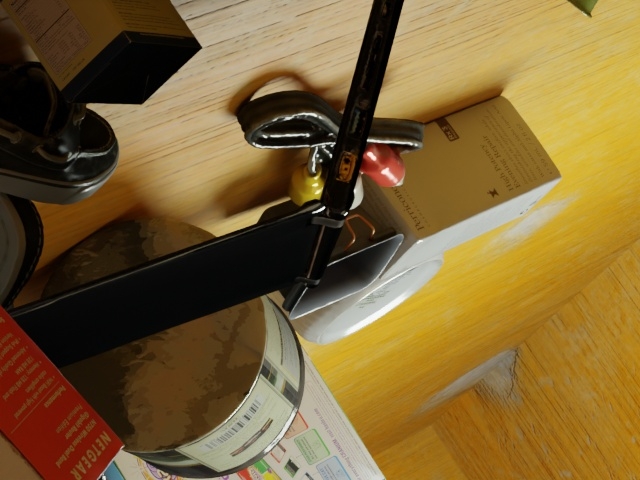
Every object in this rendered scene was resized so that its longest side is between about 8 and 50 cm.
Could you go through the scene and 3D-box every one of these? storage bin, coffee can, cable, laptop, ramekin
[{"bbox_3d":[0.000,0.000,1.769,0.135,0.091,0.098,-23,154,-45],"label":"storage bin"},{"bbox_3d":[-0.129,0.105,1.667,0.201,0.201,0.275,-33,167,-2],"label":"coffee can"},{"bbox_3d":[0.018,-0.078,1.607,0.140,0.072,0.287,-14,172,9],"label":"cable"},{"bbox_3d":[-0.091,-0.072,1.172,0.382,0.236,0.407,113,-8,-82],"label":"laptop"},{"bbox_3d":[0.035,0.023,1.977,0.207,0.109,0.207,-31,167,-8],"label":"ramekin"}]

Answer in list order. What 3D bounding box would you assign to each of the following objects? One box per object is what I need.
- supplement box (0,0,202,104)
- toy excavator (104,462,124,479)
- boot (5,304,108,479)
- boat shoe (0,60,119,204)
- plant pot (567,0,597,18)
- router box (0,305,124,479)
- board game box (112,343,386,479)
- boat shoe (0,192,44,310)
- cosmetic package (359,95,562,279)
[{"bbox_3d":[-0.129,-0.129,1.074,0.056,0.083,0.083,-40,166,22],"label":"supplement box"},{"bbox_3d":[-0.309,0.313,1.900,0.433,0.222,0.445,-39,175,29],"label":"toy excavator"},{"bbox_3d":[-0.241,0.138,1.452,0.091,0.229,0.263,-31,167,-13],"label":"boot"},{"bbox_3d":[-0.183,-0.073,1.165,0.070,0.077,0.219,-38,165,22],"label":"boat shoe"},{"bbox_3d":[0.223,-0.244,1.550,0.079,0.083,0.083,-49,164,12],"label":"plant pot"},{"bbox_3d":[-0.322,0.099,0.941,0.335,0.301,0.082,-39,-175,21],"label":"router box"},{"bbox_3d":[-0.109,0.258,2.193,0.317,0.242,0.064,-23,165,-37],"label":"board game box"},{"bbox_3d":[-0.273,0.034,1.288,0.302,0.114,0.091,-29,173,42],"label":"boat shoe"},{"bbox_3d":[0.127,-0.058,1.892,0.231,0.117,0.085,-24,163,-41],"label":"cosmetic package"}]
